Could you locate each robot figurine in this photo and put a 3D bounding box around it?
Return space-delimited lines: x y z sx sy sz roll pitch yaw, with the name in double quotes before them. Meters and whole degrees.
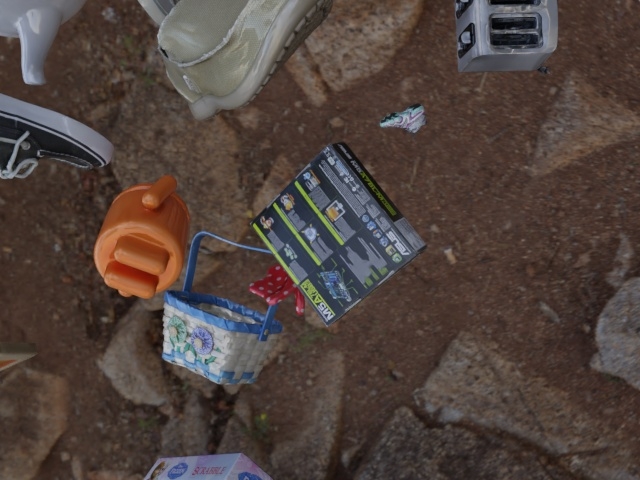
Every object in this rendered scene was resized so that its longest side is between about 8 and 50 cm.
"robot figurine" -0.256 -0.007 1.074 0.128 0.219 0.158 -13 119 2

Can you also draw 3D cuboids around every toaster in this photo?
"toaster" 0.341 -0.396 1.333 0.186 0.110 0.168 -1 86 -2

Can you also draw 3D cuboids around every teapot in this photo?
"teapot" -0.470 -0.394 1.078 0.187 0.253 0.256 -46 27 34

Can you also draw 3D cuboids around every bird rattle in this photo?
"bird rattle" 0.000 0.000 1.159 0.143 0.253 0.207 46 158 -4

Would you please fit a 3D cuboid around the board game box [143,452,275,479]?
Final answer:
"board game box" -0.124 0.501 1.300 0.318 0.066 0.319 47 143 -17

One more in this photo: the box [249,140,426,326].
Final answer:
"box" 0.020 -0.007 1.011 0.190 0.045 0.184 52 123 9

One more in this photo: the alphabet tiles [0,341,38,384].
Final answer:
"alphabet tiles" -0.333 0.120 0.403 0.285 0.342 0.011 -25 82 -1

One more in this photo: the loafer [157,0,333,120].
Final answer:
"loafer" -0.081 -0.165 0.603 0.092 0.102 0.268 43 160 -16

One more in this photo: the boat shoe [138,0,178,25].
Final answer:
"boat shoe" -0.205 -0.352 0.884 0.081 0.227 0.079 -22 62 2

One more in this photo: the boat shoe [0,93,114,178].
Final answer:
"boat shoe" -0.425 -0.136 0.981 0.113 0.306 0.104 3 78 41

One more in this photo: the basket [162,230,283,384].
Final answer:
"basket" -0.196 0.142 1.527 0.255 0.201 0.288 14 87 35

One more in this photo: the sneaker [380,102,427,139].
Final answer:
"sneaker" 0.181 -0.243 1.563 0.098 0.038 0.069 -19 121 10
